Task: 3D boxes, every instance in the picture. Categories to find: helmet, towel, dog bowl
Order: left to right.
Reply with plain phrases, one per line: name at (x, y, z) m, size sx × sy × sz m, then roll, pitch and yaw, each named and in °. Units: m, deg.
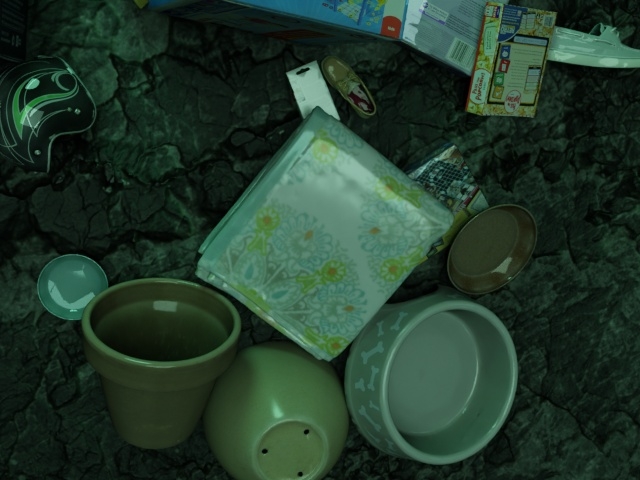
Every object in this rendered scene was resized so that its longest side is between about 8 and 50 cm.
helmet at (-0.454, -0.199, 1.188) m, size 0.162 × 0.169 × 0.169 m, roll -36°, pitch 106°, yaw -20°
towel at (0.000, 0.000, 1.329) m, size 0.321 × 0.090 × 0.374 m, roll 37°, pitch 102°, yaw -12°
dog bowl at (0.221, 0.256, 1.398) m, size 0.349 × 0.102 × 0.348 m, roll -3°, pitch 96°, yaw -26°

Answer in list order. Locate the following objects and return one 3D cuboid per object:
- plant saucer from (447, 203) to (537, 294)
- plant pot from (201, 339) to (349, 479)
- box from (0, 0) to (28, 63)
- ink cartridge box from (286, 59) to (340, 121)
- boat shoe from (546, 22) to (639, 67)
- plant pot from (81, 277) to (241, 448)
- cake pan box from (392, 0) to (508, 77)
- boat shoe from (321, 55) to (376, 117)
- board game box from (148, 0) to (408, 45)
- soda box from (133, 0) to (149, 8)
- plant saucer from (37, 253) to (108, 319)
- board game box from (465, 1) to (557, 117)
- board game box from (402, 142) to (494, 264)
plant saucer at (0.322, 0.012, 1.424) m, size 0.199 × 0.036 × 0.198 m, roll -12°, pitch 125°, yaw -18°
plant pot at (-0.070, 0.346, 1.353) m, size 0.284 × 0.191 × 0.283 m, roll -2°, pitch 101°, yaw -11°
box at (-0.593, -0.477, 1.081) m, size 0.294 × 0.212 × 0.395 m, roll 5°, pitch 100°, yaw -12°
ink cartridge box at (-0.016, -0.257, 1.334) m, size 0.063 × 0.029 × 0.115 m, roll -24°, pitch 103°, yaw -6°
boat shoe at (0.523, -0.368, 1.398) m, size 0.228 × 0.079 × 0.081 m, roll 3°, pitch 104°, yaw -9°
plant pot at (-0.278, 0.223, 1.281) m, size 0.263 × 0.263 × 0.229 m, roll 4°, pitch 119°, yaw -12°
cake pan box at (0.215, -0.452, 1.326) m, size 0.267 × 0.070 × 0.245 m, roll 22°, pitch 98°, yaw -14°
boat shoe at (0.056, -0.277, 1.336) m, size 0.050 × 0.045 × 0.135 m, roll -45°, pitch 105°, yaw -1°
board game box at (-0.073, -0.369, 1.125) m, size 0.302 × 0.308 × 0.086 m, roll 4°, pitch 100°, yaw -27°
soda box at (-0.252, -0.466, 1.221) m, size 0.181 × 0.058 × 0.061 m, roll -39°, pitch 137°, yaw -2°
plant saucer at (-0.436, 0.081, 1.315) m, size 0.120 × 0.021 × 0.119 m, roll -2°, pitch 100°, yaw -11°
board game box at (0.346, -0.323, 1.346) m, size 0.147 × 0.045 × 0.193 m, roll -4°, pitch 111°, yaw -35°
board game box at (0.186, -0.052, 1.407) m, size 0.243 × 0.042 × 0.165 m, roll -32°, pitch 105°, yaw -4°
